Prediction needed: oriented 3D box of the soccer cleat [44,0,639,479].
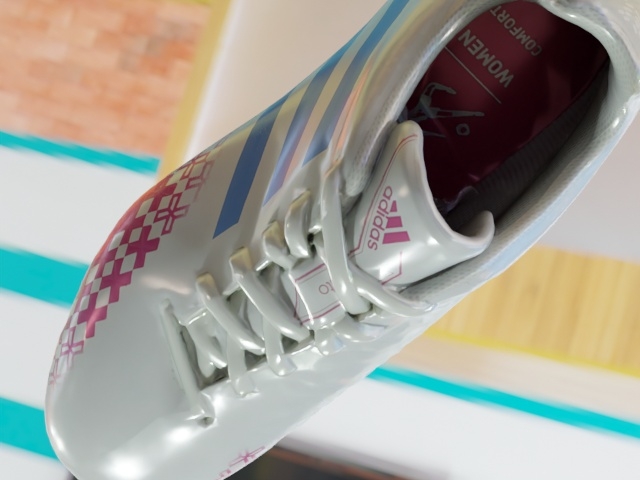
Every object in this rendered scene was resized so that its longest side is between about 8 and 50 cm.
[{"bbox_3d":[0.000,0.000,0.748,0.116,0.331,0.143,41,-163,-14],"label":"soccer cleat"}]
